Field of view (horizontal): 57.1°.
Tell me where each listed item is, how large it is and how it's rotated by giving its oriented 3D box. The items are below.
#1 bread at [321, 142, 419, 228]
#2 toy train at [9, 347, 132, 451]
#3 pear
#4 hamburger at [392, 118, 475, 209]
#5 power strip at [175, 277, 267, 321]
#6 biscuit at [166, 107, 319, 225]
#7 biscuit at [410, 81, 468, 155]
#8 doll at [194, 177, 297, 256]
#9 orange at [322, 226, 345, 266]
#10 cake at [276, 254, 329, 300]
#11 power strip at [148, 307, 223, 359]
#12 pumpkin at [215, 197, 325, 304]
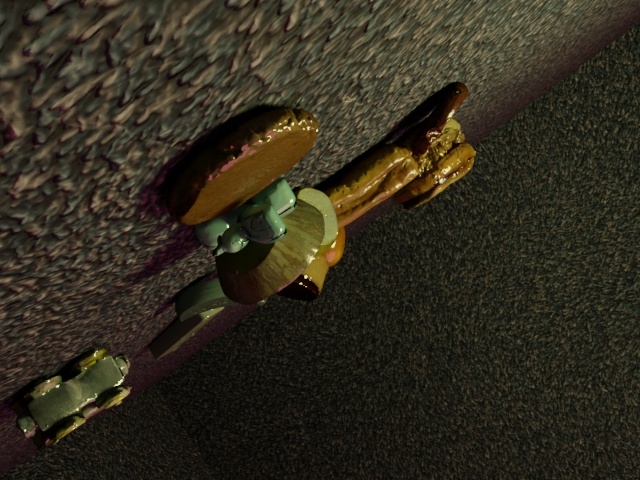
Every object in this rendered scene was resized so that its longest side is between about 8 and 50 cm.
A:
[{"bbox_3d":[0.043,-0.088,1.341,0.380,0.109,0.185,-33,-178,-8],"label":"bread"},{"bbox_3d":[-0.537,0.344,1.281,0.261,0.134,0.177,-30,173,-45],"label":"toy train"},{"bbox_3d":[-0.039,-0.031,1.185,0.104,0.141,0.141,-20,-173,42],"label":"pear"},{"bbox_3d":[0.271,-0.202,1.508,0.244,0.163,0.244,-38,-177,2],"label":"hamburger"},{"bbox_3d":[-0.222,0.134,1.419,0.253,0.054,0.167,-10,161,-17],"label":"power strip"},{"bbox_3d":[-0.095,-0.091,0.725,0.226,0.042,0.226,-35,175,-4],"label":"biscuit"},{"bbox_3d":[0.259,-0.265,1.287,0.192,0.049,0.192,-52,180,0],"label":"biscuit"},{"bbox_3d":[-0.114,-0.031,0.862,0.158,0.059,0.159,-24,-155,13],"label":"doll"},{"bbox_3d":[0.000,0.000,1.664,0.136,0.159,0.159,8,-177,10],"label":"orange"},{"bbox_3d":[-0.067,0.046,1.519,0.208,0.185,0.178,121,-12,-72],"label":"cake"},{"bbox_3d":[-0.410,0.263,1.787,0.091,0.062,0.385,-30,173,-47],"label":"power strip"},{"bbox_3d":[-0.105,-0.007,0.975,0.217,0.217,0.110,-36,134,2],"label":"pumpkin"}]
